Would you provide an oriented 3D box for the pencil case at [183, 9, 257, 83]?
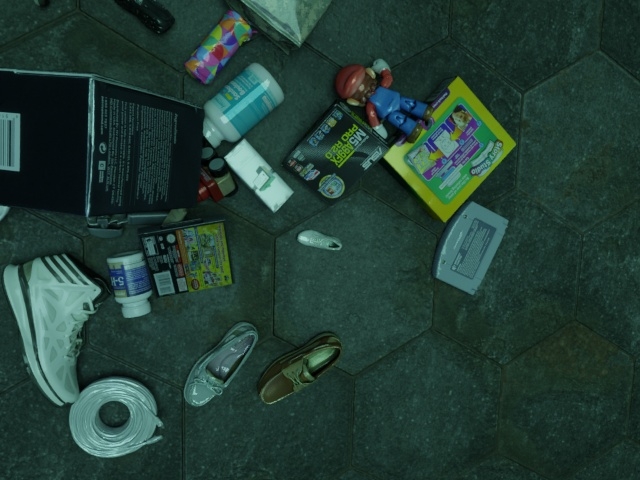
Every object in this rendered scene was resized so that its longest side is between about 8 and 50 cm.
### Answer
[{"bbox_3d":[-0.298,-0.569,1.678,0.104,0.104,0.236,42,88,-15],"label":"pencil case"}]

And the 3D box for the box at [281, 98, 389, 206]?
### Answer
[{"bbox_3d":[0.045,-0.268,1.757,0.216,0.060,0.270,39,118,-15],"label":"box"}]

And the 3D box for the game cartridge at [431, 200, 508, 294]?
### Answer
[{"bbox_3d":[0.512,0.022,1.974,0.196,0.060,0.294,25,91,-19],"label":"game cartridge"}]

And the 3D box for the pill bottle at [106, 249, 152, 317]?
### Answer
[{"bbox_3d":[-0.569,0.131,1.706,0.112,0.112,0.186,-11,100,-11],"label":"pill bottle"}]

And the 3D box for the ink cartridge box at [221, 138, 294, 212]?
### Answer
[{"bbox_3d":[-0.195,-0.197,1.722,0.092,0.160,0.219,-44,106,-4],"label":"ink cartridge box"}]

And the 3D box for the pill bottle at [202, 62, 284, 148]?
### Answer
[{"bbox_3d":[-0.247,-0.393,1.689,0.264,0.146,0.146,-42,105,-5],"label":"pill bottle"}]

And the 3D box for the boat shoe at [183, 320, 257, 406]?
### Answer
[{"bbox_3d":[-0.316,0.400,1.807,0.118,0.103,0.320,44,87,-15],"label":"boat shoe"}]

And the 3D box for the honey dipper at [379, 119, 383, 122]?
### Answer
[{"bbox_3d":[0.198,-0.385,1.856,0.030,0.030,0.160,40,84,-15],"label":"honey dipper"}]

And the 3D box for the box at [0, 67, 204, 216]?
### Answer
[{"bbox_3d":[-0.610,-0.233,1.378,0.480,0.472,0.297,7,99,15],"label":"box"}]

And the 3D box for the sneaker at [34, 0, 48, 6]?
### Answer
[{"bbox_3d":[-0.721,-0.749,1.561,0.118,0.083,0.222,9,95,-15],"label":"sneaker"}]

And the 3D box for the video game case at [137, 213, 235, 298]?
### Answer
[{"bbox_3d":[-0.394,0.052,1.701,0.248,0.035,0.275,-10,134,-11],"label":"video game case"}]

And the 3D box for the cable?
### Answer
[{"bbox_3d":[-0.639,0.543,1.761,0.257,0.089,0.257,-23,102,-8],"label":"cable"}]

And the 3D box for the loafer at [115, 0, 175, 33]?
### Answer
[{"bbox_3d":[-0.520,-0.688,1.629,0.223,0.076,0.078,40,52,-9],"label":"loafer"}]

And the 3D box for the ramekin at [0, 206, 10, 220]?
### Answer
[{"bbox_3d":[-0.976,-0.153,1.563,0.273,0.127,0.272,-2,98,-13],"label":"ramekin"}]

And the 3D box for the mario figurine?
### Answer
[{"bbox_3d":[0.190,-0.437,1.779,0.320,0.170,0.198,33,52,5],"label":"mario figurine"}]

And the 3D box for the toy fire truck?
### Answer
[{"bbox_3d":[-0.390,-0.156,1.653,0.246,0.217,0.158,-36,146,-13],"label":"toy fire truck"}]

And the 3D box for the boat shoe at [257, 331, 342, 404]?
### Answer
[{"bbox_3d":[-0.064,0.422,1.860,0.324,0.120,0.122,-38,104,-6],"label":"boat shoe"}]

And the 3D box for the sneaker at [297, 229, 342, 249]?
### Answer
[{"bbox_3d":[0.000,0.000,1.847,0.152,0.061,0.053,10,97,-13],"label":"sneaker"}]

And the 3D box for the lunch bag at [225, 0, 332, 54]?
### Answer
[{"bbox_3d":[-0.126,-0.731,1.659,0.287,0.169,0.235,35,88,-20],"label":"lunch bag"}]

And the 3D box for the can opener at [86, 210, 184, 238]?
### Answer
[{"bbox_3d":[-0.557,-0.061,1.716,0.283,0.076,0.095,-2,130,-13],"label":"can opener"}]

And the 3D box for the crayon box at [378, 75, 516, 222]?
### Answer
[{"bbox_3d":[0.414,-0.298,1.878,0.313,0.106,0.363,44,87,-16],"label":"crayon box"}]

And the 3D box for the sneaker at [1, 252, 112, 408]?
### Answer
[{"bbox_3d":[-0.723,0.250,1.650,0.258,0.169,0.447,-17,96,-9],"label":"sneaker"}]
